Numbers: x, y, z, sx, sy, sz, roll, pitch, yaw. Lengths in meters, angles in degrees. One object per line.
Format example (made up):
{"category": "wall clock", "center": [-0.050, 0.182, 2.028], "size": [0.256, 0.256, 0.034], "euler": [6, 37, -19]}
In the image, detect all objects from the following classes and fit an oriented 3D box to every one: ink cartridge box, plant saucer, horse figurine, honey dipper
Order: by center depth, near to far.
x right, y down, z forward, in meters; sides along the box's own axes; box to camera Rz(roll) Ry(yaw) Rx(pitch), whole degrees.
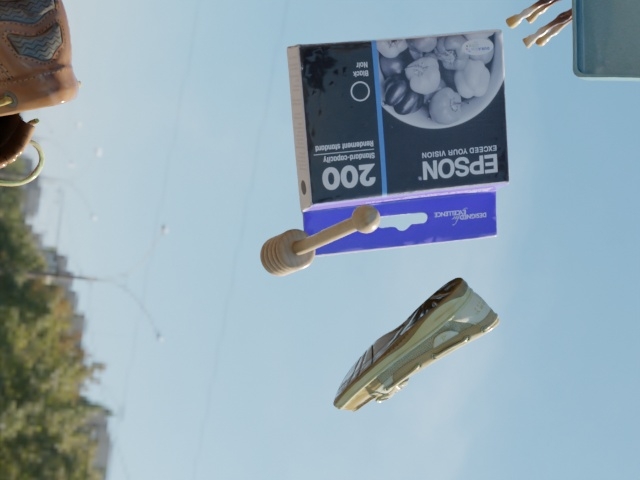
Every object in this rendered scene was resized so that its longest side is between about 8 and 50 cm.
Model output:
{"category": "plant saucer", "center": [0.170, -0.169, 0.668], "size": [0.018, 0.067, 0.192], "euler": [81, 12, -66]}
{"category": "honey dipper", "center": [0.000, 0.000, 0.820], "size": [0.160, 0.030, 0.031], "euler": [160, -63, -66]}
{"category": "ink cartridge box", "center": [0.079, -0.092, 1.169], "size": [0.045, 0.206, 0.208], "euler": [-148, -128, -73]}
{"category": "horse figurine", "center": [0.303, -0.275, 1.348], "size": [0.066, 0.174, 0.263], "euler": [60, 20, 0]}

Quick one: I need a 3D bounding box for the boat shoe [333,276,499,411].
{"category": "boat shoe", "center": [0.072, 0.092, 0.957], "size": [0.153, 0.048, 0.056], "euler": [-44, -172, 20]}

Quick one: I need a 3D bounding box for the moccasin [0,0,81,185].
{"category": "moccasin", "center": [-0.318, -0.114, 1.089], "size": [0.380, 0.139, 0.147], "euler": [-18, -86, 47]}
